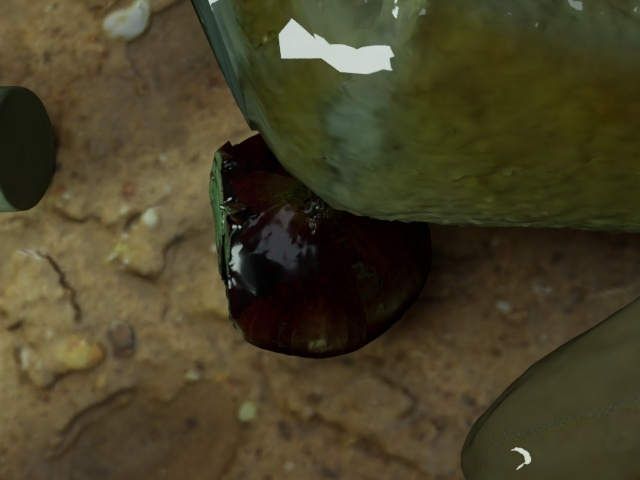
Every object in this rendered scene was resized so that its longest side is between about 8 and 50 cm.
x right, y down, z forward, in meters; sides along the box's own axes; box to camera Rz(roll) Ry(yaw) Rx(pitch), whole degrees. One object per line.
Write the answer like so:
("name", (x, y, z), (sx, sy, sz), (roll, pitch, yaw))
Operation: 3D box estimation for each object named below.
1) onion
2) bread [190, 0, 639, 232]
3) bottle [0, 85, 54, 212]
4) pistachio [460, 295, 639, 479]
("onion", (0.000, 0.000, 0.908), (0.118, 0.118, 0.117), (-10, 71, 18))
("bread", (0.056, -0.146, 0.823), (0.264, 0.239, 0.395), (-17, 64, -15))
("bottle", (-0.253, -0.048, 1.046), (0.201, 0.072, 0.072), (-1, 71, 21))
("pistachio", (0.167, 0.073, 0.810), (0.226, 0.136, 0.136), (-27, 63, 16))
